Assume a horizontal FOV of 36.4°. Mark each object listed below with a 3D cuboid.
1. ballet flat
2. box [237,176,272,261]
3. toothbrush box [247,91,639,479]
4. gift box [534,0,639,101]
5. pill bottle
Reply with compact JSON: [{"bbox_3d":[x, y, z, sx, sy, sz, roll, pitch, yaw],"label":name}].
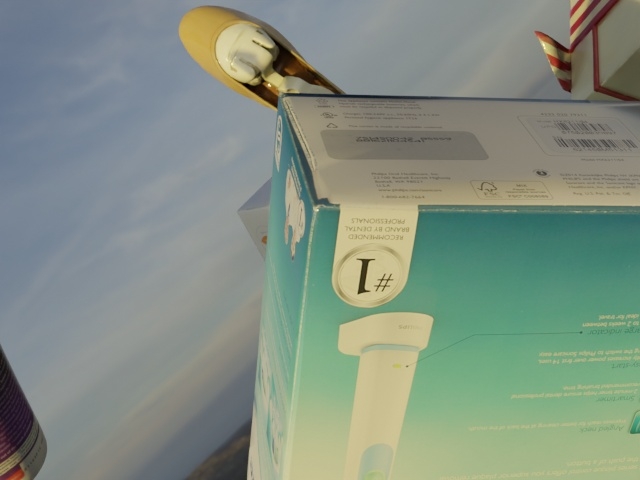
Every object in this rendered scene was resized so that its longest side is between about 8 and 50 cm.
[{"bbox_3d":[-0.040,-0.170,0.992,0.080,0.232,0.073,-58,8,-4],"label":"ballet flat"},{"bbox_3d":[0.000,0.000,1.240,0.130,0.170,0.091,-8,29,40],"label":"box"},{"bbox_3d":[0.077,0.076,0.551,0.126,0.216,0.295,-107,19,-57],"label":"toothbrush box"},{"bbox_3d":[0.376,-0.246,0.967,0.258,0.276,0.255,125,161,-58],"label":"gift box"},{"bbox_3d":[-0.325,0.136,0.862,0.108,0.108,0.193,-41,-47,-36],"label":"pill bottle"}]
